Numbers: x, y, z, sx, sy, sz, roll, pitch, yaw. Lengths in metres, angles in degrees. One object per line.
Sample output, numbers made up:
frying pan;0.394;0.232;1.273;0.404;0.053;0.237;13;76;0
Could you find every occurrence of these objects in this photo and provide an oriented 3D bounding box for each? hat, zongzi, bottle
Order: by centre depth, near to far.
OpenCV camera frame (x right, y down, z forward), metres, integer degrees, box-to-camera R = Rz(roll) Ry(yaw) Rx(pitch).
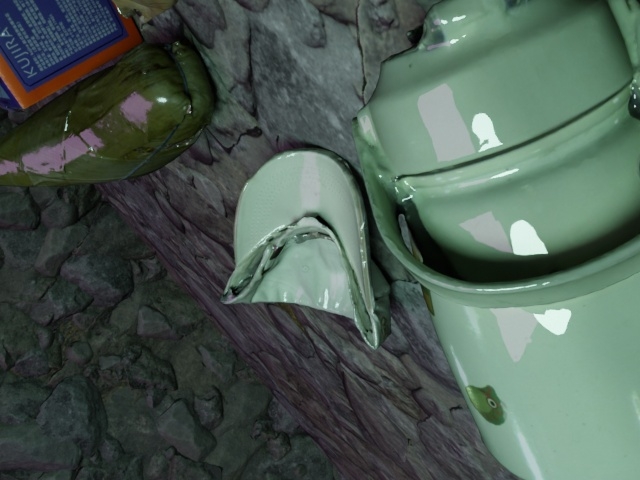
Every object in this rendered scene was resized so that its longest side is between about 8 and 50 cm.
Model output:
bottle;0.154;-0.019;0.394;0.229;0.229;0.352;4;122;61
hat;-0.003;0.006;0.845;0.257;0.168;0.302;13;118;22
zongzi;-0.377;-0.180;0.910;0.356;0.392;0.174;-12;97;61

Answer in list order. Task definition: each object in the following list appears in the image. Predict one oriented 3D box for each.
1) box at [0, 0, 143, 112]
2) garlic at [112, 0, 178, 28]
box;-0.538;-0.444;0.946;0.318;0.257;0.349;27;149;41
garlic;-0.245;-0.358;0.642;0.196;0.151;0.338;-3;171;25
